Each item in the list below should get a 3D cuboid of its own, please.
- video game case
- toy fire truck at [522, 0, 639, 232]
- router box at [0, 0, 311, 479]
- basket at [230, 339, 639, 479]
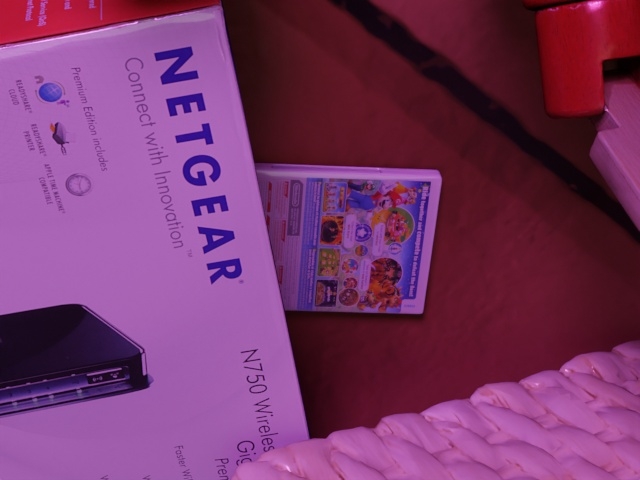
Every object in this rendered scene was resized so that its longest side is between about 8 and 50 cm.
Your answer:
[{"bbox_3d":[0.000,0.000,0.660,0.122,0.011,0.087,2,119,-6],"label":"video game case"},{"bbox_3d":[0.179,-0.096,0.487,0.217,0.158,0.246,-7,97,-1],"label":"toy fire truck"},{"bbox_3d":[-0.168,0.041,0.599,0.301,0.082,0.335,-11,127,-1],"label":"router box"},{"bbox_3d":[0.156,0.244,0.595,0.328,0.331,0.266,-14,117,-23],"label":"basket"}]
